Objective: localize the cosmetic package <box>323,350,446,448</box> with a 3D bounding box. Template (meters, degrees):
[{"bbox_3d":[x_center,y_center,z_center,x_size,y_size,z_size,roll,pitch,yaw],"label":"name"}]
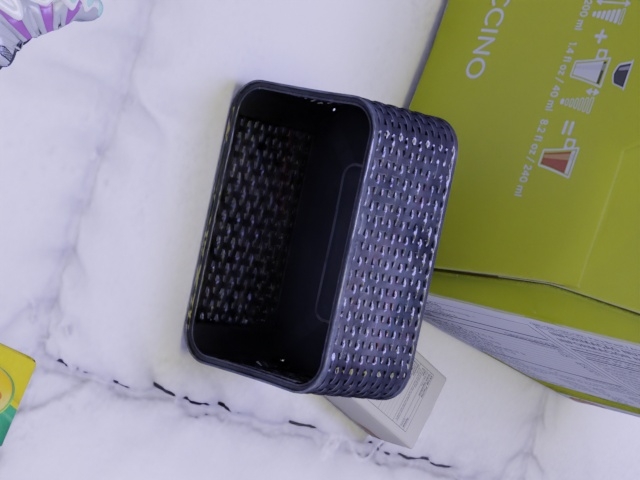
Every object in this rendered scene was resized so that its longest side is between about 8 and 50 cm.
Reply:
[{"bbox_3d":[0.033,0.090,1.265,0.115,0.041,0.060,46,66,-44],"label":"cosmetic package"}]

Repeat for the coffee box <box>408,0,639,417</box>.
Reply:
[{"bbox_3d":[0.286,-0.050,1.283,0.334,0.338,0.337,29,78,-47],"label":"coffee box"}]

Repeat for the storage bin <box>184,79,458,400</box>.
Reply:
[{"bbox_3d":[0.000,0.000,1.145,0.084,0.122,0.180,11,92,-48],"label":"storage bin"}]

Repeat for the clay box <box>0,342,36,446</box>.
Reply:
[{"bbox_3d":[-0.256,0.030,0.870,0.222,0.127,0.053,30,77,-46],"label":"clay box"}]

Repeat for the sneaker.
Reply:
[{"bbox_3d":[-0.166,-0.110,1.003,0.098,0.038,0.069,8,96,-39],"label":"sneaker"}]
